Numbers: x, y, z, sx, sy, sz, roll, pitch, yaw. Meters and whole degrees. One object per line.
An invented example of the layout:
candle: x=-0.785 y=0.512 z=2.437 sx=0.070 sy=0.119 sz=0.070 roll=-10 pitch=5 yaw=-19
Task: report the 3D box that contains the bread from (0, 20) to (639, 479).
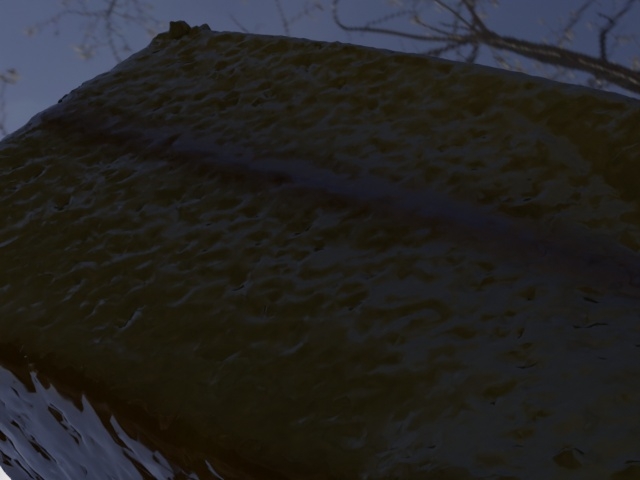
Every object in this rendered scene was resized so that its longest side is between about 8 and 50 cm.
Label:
bread: x=0.003 y=-0.003 z=0.474 sx=0.245 sy=0.233 sz=0.361 roll=52 pitch=-31 yaw=-4
